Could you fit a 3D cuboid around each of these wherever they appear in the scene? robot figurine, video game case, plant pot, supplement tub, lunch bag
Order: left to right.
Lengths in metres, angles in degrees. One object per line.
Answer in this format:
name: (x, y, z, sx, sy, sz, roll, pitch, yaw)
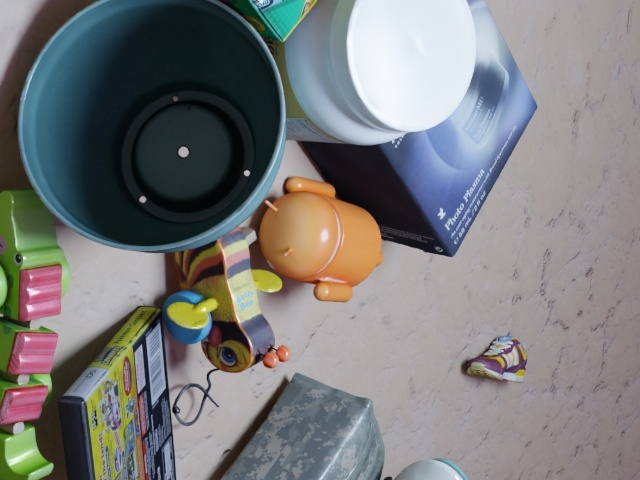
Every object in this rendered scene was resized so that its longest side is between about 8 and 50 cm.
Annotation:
video game case: (-0.244, 0.255, 1.659, 0.248, 0.035, 0.275, -57, 148, -62)
plant pot: (-0.170, -0.117, 1.527, 0.196, 0.293, 0.293, 51, 59, -78)
lunch bag: (-0.011, 0.386, 1.986, 0.235, 0.169, 0.287, -53, 147, -32)
robot figurine: (-0.001, -0.002, 1.885, 0.219, 0.128, 0.158, 15, 93, -55)
supplement tub: (0.012, -0.231, 1.621, 0.228, 0.316, 0.228, -5, 98, -37)

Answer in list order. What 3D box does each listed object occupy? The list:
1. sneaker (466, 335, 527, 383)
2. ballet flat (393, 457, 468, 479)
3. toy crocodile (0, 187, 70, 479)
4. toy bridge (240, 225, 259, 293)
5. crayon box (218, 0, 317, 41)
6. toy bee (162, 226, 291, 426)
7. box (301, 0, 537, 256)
sneaker: (0.321, 0.211, 2.437, 0.185, 0.069, 0.084, 17, 80, -59)
ballet flat: (0.109, 0.466, 2.060, 0.139, 0.139, 0.400, -41, 171, -36)
toy crocodile: (-0.339, 0.108, 1.503, 0.115, 0.105, 0.341, -2, 104, -52)
toy bridge: (-0.116, 0.006, 1.819, 0.063, 0.026, 0.188, -40, 132, -33)
crayon box: (-0.030, -0.363, 1.512, 0.278, 0.165, 0.081, -53, 134, -14)
toy bee: (-0.109, 0.100, 1.741, 0.195, 0.162, 0.298, -50, 136, -39)
box: (0.142, -0.184, 1.956, 0.296, 0.182, 0.294, -60, 140, -19)
